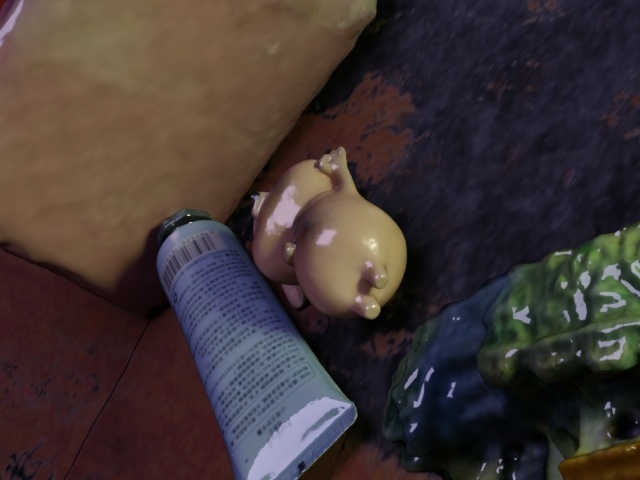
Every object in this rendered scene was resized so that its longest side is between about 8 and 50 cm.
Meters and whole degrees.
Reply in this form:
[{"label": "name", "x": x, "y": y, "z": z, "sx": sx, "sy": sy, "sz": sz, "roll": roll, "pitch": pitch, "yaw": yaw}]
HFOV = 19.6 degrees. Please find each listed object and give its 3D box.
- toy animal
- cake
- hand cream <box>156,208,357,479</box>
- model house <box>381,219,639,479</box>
[{"label": "toy animal", "x": 0.005, "y": 0.004, "z": 1.114, "sx": 0.083, "sy": 0.089, "sz": 0.150, "roll": -35, "pitch": 27, "yaw": -3}, {"label": "cake", "x": -0.151, "y": -0.136, "z": 1.313, "sx": 0.309, "sy": 0.230, "sz": 0.237, "roll": -52, "pitch": 29, "yaw": 8}, {"label": "hand cream", "x": -0.051, "y": 0.065, "z": 1.153, "sx": 0.091, "sy": 0.058, "sz": 0.271, "roll": -43, "pitch": 35, "yaw": 8}, {"label": "model house", "x": 0.116, "y": 0.134, "z": 0.727, "sx": 0.194, "sy": 0.170, "sz": 0.211, "roll": -21, "pitch": 46, "yaw": 42}]
